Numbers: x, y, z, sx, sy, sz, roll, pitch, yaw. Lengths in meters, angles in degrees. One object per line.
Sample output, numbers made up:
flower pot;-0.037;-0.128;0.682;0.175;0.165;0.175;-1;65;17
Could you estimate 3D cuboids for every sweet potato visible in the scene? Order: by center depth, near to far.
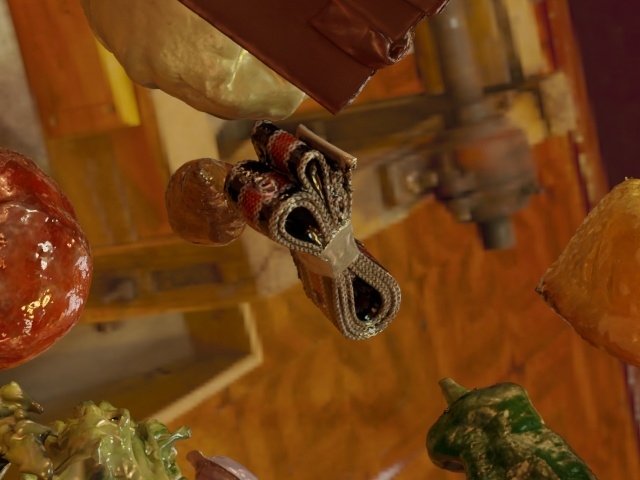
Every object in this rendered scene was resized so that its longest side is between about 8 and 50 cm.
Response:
sweet potato;-0.141;-0.045;1.938;0.359;0.112;0.112;106;-16;-81

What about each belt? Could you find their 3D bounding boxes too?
belt;0.000;0.000;1.705;0.126;0.094;0.359;-47;147;-12

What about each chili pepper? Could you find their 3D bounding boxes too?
chili pepper;0.172;0.220;1.304;0.099;0.136;0.270;15;36;-43

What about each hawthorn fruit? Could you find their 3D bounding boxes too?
hawthorn fruit;-0.346;0.031;1.658;0.271;0.242;0.241;50;45;-62

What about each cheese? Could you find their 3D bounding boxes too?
cheese;-0.068;0.285;1.606;0.191;0.105;0.042;46;64;-4

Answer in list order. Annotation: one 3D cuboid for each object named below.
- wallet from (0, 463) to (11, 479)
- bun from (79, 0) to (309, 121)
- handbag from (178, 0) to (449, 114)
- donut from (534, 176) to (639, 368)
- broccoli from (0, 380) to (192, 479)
wallet;-0.458;0.262;1.932;0.118;0.153;0.038;-59;163;-31
bun;-0.105;-0.262;1.694;0.360;0.360;0.211;-40;145;-50
handbag;-0.009;-0.264;1.132;0.275;0.260;0.084;37;26;-12
donut;0.314;0.044;1.167;0.303;0.303;0.110;0;115;-55
broccoli;-0.184;0.273;1.189;0.334;0.324;0.272;-13;134;-46
